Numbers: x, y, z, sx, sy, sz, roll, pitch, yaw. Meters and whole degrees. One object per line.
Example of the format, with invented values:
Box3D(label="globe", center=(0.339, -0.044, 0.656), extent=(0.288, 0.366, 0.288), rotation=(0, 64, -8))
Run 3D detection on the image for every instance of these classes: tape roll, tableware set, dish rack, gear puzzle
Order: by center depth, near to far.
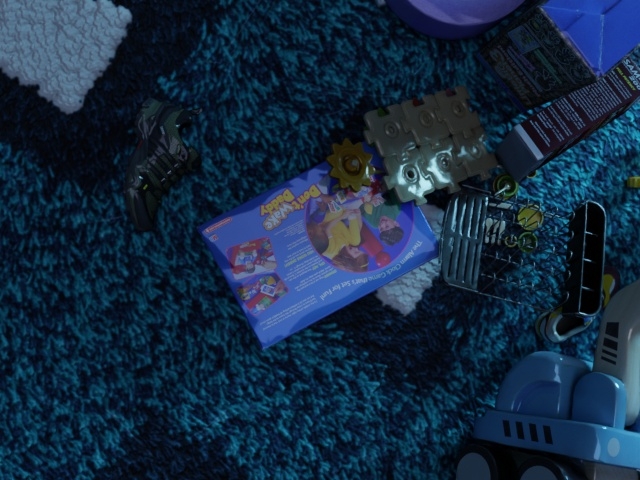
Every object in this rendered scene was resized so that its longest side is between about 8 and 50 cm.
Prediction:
Box3D(label="gear puzzle", center=(0.147, -0.143, 1.200), extent=(0.339, 0.044, 0.175), rotation=(-21, 88, -32))
Box3D(label="dish rack", center=(0.337, 0.012, 1.218), extent=(0.272, 0.074, 0.208), rotation=(15, 68, -8))
Box3D(label="tape roll", center=(0.232, -0.487, 1.223), extent=(0.275, 0.090, 0.274), rotation=(0, 91, -5))
Box3D(label="tableware set", center=(0.354, -0.058, 1.294), extent=(0.104, 0.024, 0.154), rotation=(10, 89, -5))

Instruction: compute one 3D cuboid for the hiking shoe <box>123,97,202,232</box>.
Box3D(label="hiking shoe", center=(-0.259, -0.122, 1.206), extent=(0.114, 0.086, 0.226), rotation=(8, 89, -2))

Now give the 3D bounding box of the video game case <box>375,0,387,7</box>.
Box3D(label="video game case", center=(0.145, -0.537, 1.272), extent=(0.184, 0.023, 0.201), rotation=(-24, 93, -4))

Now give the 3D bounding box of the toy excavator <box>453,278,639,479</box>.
Box3D(label="toy excavator", center=(0.433, 0.228, 1.128), extent=(0.223, 0.433, 0.444), rotation=(16, 75, -29))

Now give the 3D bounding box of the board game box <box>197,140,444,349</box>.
Box3D(label="board game box", center=(0.000, 0.000, 1.234), extent=(0.347, 0.078, 0.233), rotation=(-27, 92, -5))

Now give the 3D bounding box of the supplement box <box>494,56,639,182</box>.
Box3D(label="supplement box", center=(0.427, -0.204, 1.236), extent=(0.240, 0.130, 0.073), rotation=(-33, 80, -7))

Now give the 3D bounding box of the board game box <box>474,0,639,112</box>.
Box3D(label="board game box", center=(0.418, -0.351, 1.163), extent=(0.232, 0.291, 0.141), rotation=(-40, 95, -3))

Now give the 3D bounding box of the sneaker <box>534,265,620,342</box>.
Box3D(label="sneaker", center=(0.468, 0.116, 1.275), extent=(0.185, 0.084, 0.069), rotation=(-42, 94, -3))

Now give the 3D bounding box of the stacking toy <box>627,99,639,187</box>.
Box3D(label="stacking toy", center=(0.658, -0.186, 1.307), extent=(0.221, 0.052, 0.166), rotation=(-6, 100, -12))
